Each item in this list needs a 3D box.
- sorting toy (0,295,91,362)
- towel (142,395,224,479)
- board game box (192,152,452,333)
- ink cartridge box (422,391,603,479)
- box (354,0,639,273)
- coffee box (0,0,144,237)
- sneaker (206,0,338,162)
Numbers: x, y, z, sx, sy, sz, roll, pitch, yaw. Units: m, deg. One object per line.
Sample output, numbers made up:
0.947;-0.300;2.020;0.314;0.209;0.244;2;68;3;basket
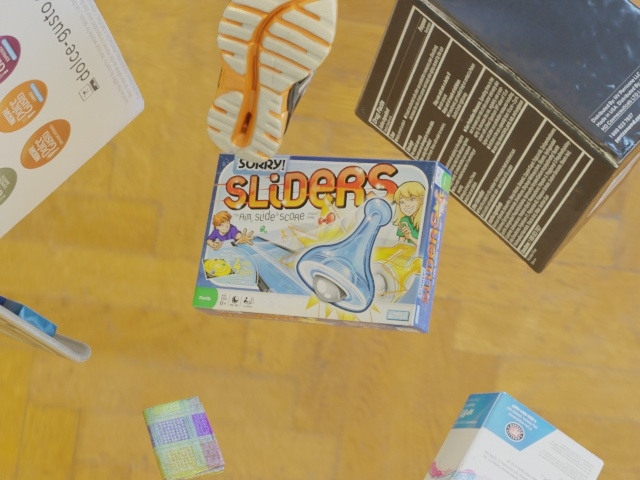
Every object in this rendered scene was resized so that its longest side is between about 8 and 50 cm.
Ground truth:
-0.414;0.047;1.748;0.229;0.307;0.041;35;75;-52;sorting toy
-0.128;0.186;1.510;0.060;0.009;0.083;-12;55;-17;towel
0.000;0.000;1.327;0.201;0.035;0.136;3;77;26;board game box
0.109;0.170;1.030;0.088;0.052;0.122;36;72;-14;ink cartridge box
0.222;-0.167;1.794;0.294;0.296;0.183;41;66;9;box
-0.397;-0.169;1.250;0.334;0.338;0.338;-43;67;-10;coffee box
-0.034;-0.154;1.258;0.084;0.215;0.083;28;51;-2;sneaker
